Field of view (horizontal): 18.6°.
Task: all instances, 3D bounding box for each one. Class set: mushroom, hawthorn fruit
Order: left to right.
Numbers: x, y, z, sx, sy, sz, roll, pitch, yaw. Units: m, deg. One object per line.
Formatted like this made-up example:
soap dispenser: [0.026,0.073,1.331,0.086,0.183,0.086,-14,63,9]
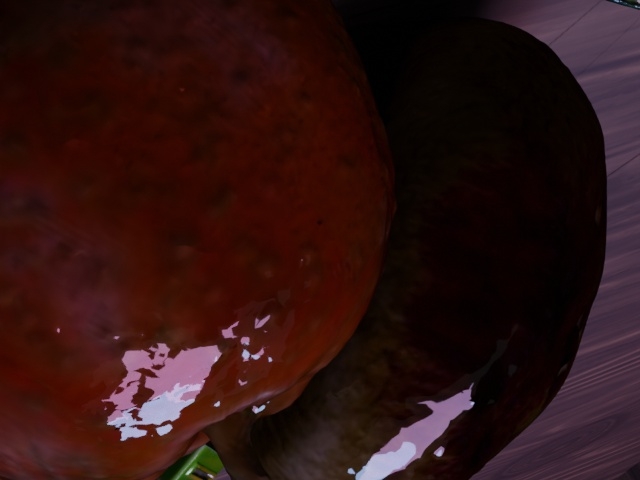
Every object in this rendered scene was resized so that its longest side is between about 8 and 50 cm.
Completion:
hawthorn fruit: [-0.097,-0.016,0.869,0.275,0.299,0.275,-31,178,-1]
mushroom: [0.003,0.021,1.215,0.356,0.331,0.334,3,-171,-8]

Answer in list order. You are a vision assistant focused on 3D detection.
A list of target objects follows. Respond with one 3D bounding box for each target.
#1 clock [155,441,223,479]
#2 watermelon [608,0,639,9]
clock: [-0.164,0.204,1.354,0.235,0.166,0.309,-49,-171,-4]
watermelon: [0.199,-0.193,0.942,0.292,0.222,0.319,-34,163,6]
